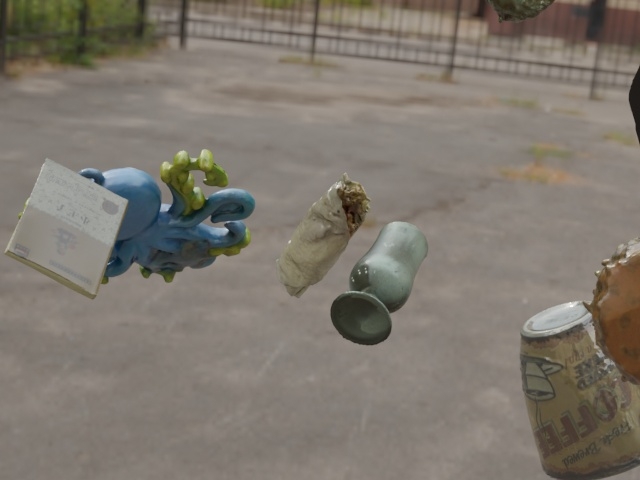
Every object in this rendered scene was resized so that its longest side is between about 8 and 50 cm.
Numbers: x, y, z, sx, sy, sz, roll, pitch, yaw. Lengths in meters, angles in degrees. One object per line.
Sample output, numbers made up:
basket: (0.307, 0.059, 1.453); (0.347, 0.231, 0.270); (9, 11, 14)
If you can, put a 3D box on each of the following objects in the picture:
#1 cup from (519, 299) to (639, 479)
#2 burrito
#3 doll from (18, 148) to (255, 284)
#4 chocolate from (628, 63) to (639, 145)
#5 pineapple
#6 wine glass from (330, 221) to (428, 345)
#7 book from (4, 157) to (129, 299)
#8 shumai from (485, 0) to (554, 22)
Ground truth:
cup: (0.474, 0.231, 2.137); (0.301, 0.257, 0.227); (-16, 14, 20)
burrito: (0.000, 0.000, 2.593); (0.076, 0.117, 0.392); (-23, -17, -34)
doll: (-0.279, -0.039, 2.113); (0.346, 0.098, 0.341); (-25, -34, 18)
chocolate: (0.511, -0.174, 1.574); (0.206, 0.224, 0.177); (-12, 6, 43)
pineapple: (0.347, 0.046, 1.211); (0.158, 0.157, 0.279); (11, 15, 20)
wine glass: (0.101, 0.062, 2.066); (0.103, 0.103, 0.231); (10, 35, 19)
book: (-0.352, -0.020, 1.811); (0.138, 0.016, 0.198); (29, 41, -17)
shumai: (0.283, -0.431, 1.961); (0.142, 0.184, 0.184); (18, 4, -37)
